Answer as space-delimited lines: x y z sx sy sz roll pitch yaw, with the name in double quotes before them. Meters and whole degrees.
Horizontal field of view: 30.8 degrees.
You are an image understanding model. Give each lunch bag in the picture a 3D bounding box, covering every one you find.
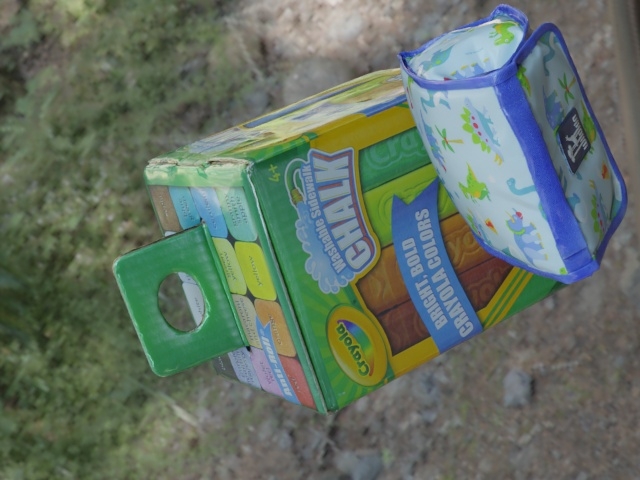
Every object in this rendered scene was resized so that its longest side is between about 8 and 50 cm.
"lunch bag" 0.112 -0.056 0.669 0.096 0.129 0.151 -25 18 7

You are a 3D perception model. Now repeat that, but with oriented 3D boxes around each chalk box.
"chalk box" 0.000 0.000 0.829 0.288 0.180 0.179 -26 16 -27
